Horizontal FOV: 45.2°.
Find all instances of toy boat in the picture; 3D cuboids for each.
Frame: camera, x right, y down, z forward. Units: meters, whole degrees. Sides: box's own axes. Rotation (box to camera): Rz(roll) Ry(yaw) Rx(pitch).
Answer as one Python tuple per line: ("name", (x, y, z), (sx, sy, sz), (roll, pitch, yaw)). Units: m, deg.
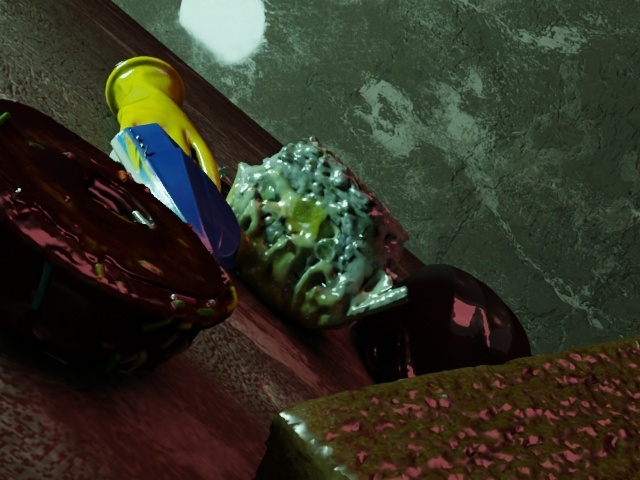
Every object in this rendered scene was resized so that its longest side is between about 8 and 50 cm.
("toy boat", (-0.141, -0.032, 0.754), (0.129, 0.088, 0.295), (51, -3, -28))

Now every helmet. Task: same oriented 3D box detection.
("helmet", (0.186, 0.146, 1.028), (0.225, 0.177, 0.305), (38, 8, -28))

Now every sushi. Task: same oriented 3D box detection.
("sushi", (0.000, 0.000, 0.926), (0.274, 0.184, 0.139), (44, 11, 16))

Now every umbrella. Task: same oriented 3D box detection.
("umbrella", (-0.123, -0.070, 1.240), (0.269, 0.044, 0.044), (42, 39, 16))

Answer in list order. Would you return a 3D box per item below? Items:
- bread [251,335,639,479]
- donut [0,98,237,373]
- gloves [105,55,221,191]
("bread", (0.169, 0.164, 0.540), (0.416, 0.113, 0.165), (-3, 34, -34))
("donut", (-0.168, 0.001, 0.530), (0.235, 0.089, 0.235), (38, 9, -7))
("gloves", (-0.221, -0.136, 1.048), (0.133, 0.116, 0.294), (4, 36, -25))
